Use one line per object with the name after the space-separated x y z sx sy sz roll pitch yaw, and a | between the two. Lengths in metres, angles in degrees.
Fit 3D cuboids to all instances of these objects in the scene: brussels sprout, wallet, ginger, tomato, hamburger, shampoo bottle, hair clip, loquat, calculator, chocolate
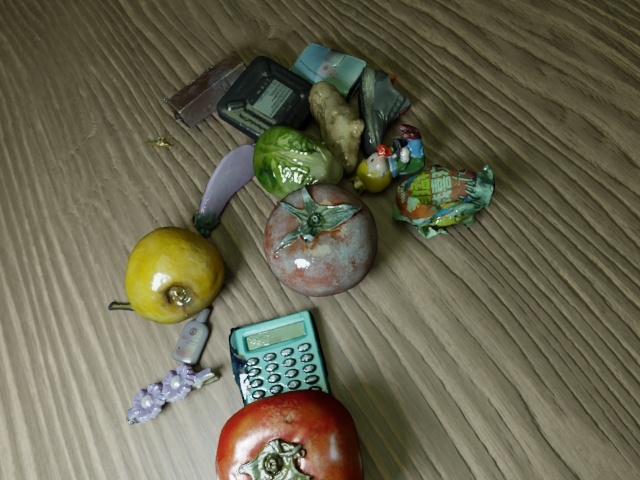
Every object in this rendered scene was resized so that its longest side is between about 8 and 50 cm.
-0.072 -0.227 1.277 0.271 0.210 0.219 14 94 23 | brussels sprout
0.028 -0.607 1.505 0.250 0.075 0.176 28 75 18 | wallet
0.050 -0.381 1.366 0.126 0.190 0.354 -1 62 -40 | ginger
0.000 0.000 1.142 0.316 0.282 0.317 -4 63 8 | tomato
0.370 -0.107 1.222 0.276 0.150 0.260 14 51 38 | hamburger
-0.366 0.275 1.212 0.080 0.040 0.165 14 71 15 | shampoo bottle
-0.417 0.419 1.147 0.292 0.084 0.106 -28 49 1 | hair clip
-0.414 0.089 1.179 0.275 0.275 0.275 -3 67 7 | loquat
-0.114 0.341 1.139 0.248 0.058 0.274 -16 67 2 | calculator
-0.309 -0.182 1.360 0.110 0.095 0.359 37 84 -11 | hair clip
-0.394 -0.532 1.495 0.321 0.112 0.112 -38 53 -4 | chocolate
-0.063 0.501 0.939 0.325 0.290 0.293 -23 64 0 | tomato

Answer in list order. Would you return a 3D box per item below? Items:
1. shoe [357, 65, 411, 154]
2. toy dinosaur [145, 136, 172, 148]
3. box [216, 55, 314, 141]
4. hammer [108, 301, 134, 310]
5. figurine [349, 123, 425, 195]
0.217 -0.427 1.387 0.171 0.132 0.336 2 67 -4 | shoe
-0.590 -0.360 1.516 0.113 0.026 0.041 13 86 4 | toy dinosaur
-0.169 -0.472 1.430 0.289 0.073 0.290 33 72 1 | box
-0.556 0.209 1.278 0.201 0.021 0.078 -1 67 8 | hammer
0.195 -0.241 1.267 0.234 0.185 0.127 -14 57 7 | figurine
